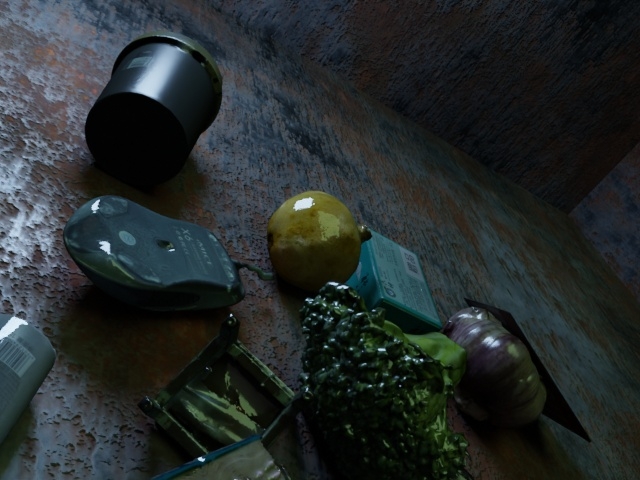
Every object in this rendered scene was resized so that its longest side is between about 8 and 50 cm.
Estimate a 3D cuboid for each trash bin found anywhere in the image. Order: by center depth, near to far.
[{"bbox_3d":[-0.296,-0.259,1.198,0.214,0.214,0.334,28,32,-19],"label":"trash bin"}]

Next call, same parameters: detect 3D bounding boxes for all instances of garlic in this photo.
[{"bbox_3d":[0.306,0.246,1.196,0.245,0.160,0.245,52,2,-2],"label":"garlic"}]

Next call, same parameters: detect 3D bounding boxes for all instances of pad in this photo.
[{"bbox_3d":[0.397,0.245,1.258,0.300,0.005,0.202,56,-8,-9],"label":"pad"}]

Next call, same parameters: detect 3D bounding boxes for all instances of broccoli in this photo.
[{"bbox_3d":[0.095,0.200,0.913,0.245,0.247,0.289,0,88,-48],"label":"broccoli"}]

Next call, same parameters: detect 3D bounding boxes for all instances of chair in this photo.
[{"bbox_3d":[-0.112,0.203,0.786,0.136,0.147,0.270,43,-18,5],"label":"chair"}]

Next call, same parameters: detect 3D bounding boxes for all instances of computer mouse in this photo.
[{"bbox_3d":[-0.211,0.043,0.950,0.379,0.090,0.167,17,37,-49],"label":"computer mouse"}]

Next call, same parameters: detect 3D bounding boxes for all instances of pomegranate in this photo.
[{"bbox_3d":[0.000,0.000,1.176,0.196,0.196,0.196,30,27,-17],"label":"pomegranate"}]

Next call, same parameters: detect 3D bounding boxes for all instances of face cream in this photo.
[{"bbox_3d":[-0.343,0.170,0.577,0.107,0.073,0.269,29,26,-8],"label":"face cream"}]

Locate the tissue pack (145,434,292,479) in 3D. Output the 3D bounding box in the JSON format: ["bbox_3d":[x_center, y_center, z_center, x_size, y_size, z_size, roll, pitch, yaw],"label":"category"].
[{"bbox_3d":[-0.146,0.286,0.500,0.134,0.192,0.270,48,28,24],"label":"tissue pack"}]

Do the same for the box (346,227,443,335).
[{"bbox_3d":[0.137,0.097,1.296,0.153,0.092,0.245,28,28,-21],"label":"box"}]

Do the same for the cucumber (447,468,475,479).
[{"bbox_3d":[0.184,0.349,0.978,0.245,0.067,0.067,46,27,12],"label":"cucumber"}]
